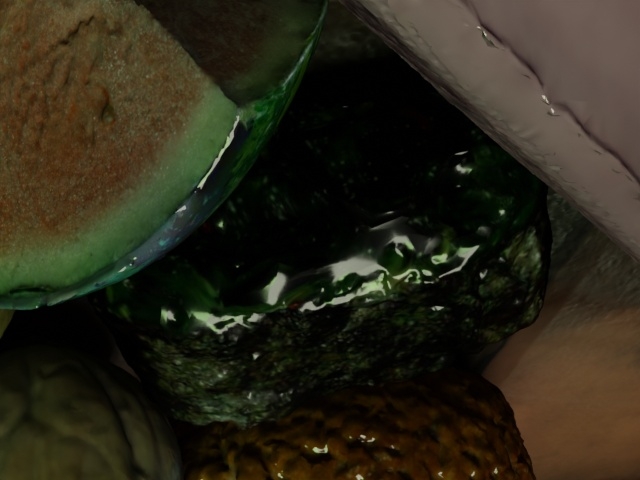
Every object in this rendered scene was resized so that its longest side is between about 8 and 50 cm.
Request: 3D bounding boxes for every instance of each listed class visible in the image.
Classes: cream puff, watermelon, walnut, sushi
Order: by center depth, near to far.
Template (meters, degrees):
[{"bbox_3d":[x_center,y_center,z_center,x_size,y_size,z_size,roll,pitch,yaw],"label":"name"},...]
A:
[{"bbox_3d":[-0.084,-0.034,0.523,0.231,0.146,0.128,-40,139,25],"label":"watermelon"},{"bbox_3d":[0.000,0.000,0.623,0.225,0.124,0.127,-15,144,5],"label":"sushi"},{"bbox_3d":[-0.155,0.165,0.674,0.178,0.230,0.178,3,176,0],"label":"walnut"},{"bbox_3d":[0.004,0.214,0.827,0.303,0.212,0.303,-8,144,-6],"label":"cream puff"}]

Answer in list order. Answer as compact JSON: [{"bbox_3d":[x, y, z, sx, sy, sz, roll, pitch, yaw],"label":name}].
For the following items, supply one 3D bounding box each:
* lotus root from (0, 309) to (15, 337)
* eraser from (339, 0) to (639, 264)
[{"bbox_3d":[-0.213,0.049,0.596,0.179,0.081,0.089,-38,150,-48],"label":"lotus root"},{"bbox_3d":[0.147,-0.143,0.454,0.272,0.122,0.359,-50,137,7],"label":"eraser"}]
